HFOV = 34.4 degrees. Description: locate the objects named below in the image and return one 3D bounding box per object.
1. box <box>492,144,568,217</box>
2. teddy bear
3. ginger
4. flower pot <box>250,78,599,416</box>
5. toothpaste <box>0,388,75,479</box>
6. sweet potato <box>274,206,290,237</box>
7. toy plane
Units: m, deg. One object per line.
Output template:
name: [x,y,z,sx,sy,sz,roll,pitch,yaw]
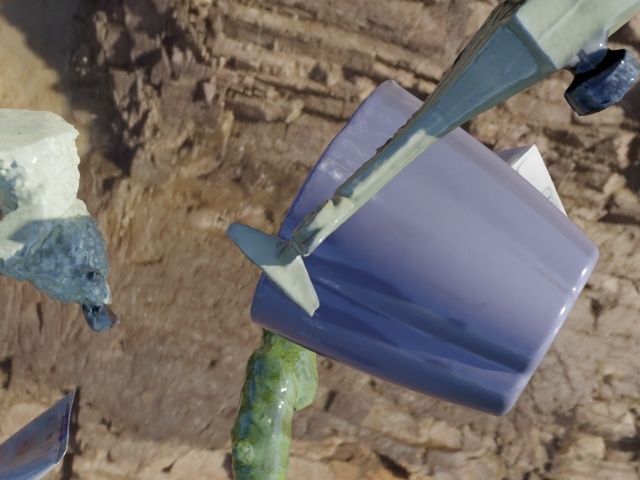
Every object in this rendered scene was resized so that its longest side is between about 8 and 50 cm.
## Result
box: [0.181,-0.012,1.419,0.065,0.343,0.200,-43,114,-35]
teddy bear: [-0.497,-0.016,1.596,0.375,0.362,0.327,-5,30,-22]
ginger: [-0.056,0.212,1.390,0.089,0.137,0.290,4,51,14]
flower pot: [0.107,0.023,0.940,0.243,0.265,0.265,29,68,9]
toothpaste: [-0.388,0.287,1.188,0.066,0.323,0.100,38,27,-28]
sweet potato: [-0.004,-0.005,1.386,0.108,0.346,0.079,41,72,-13]
toy plane: [0.079,-0.080,0.510,0.286,0.108,0.092,-44,99,-6]
